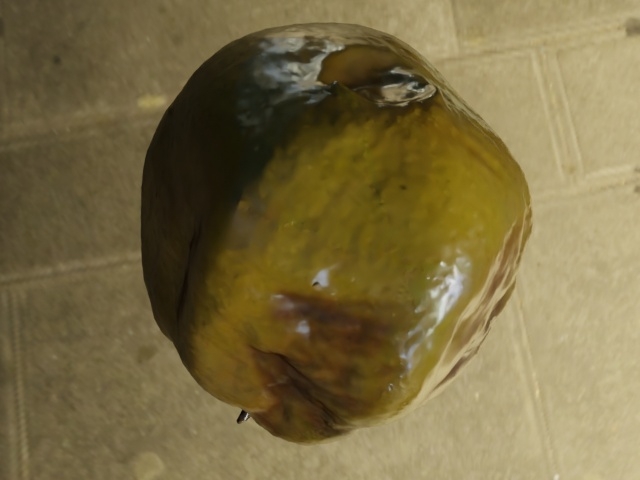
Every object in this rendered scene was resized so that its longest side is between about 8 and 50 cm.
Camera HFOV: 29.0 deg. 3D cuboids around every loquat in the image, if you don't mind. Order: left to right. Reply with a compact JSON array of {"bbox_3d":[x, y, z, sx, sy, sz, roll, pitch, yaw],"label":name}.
[{"bbox_3d":[0.000,0.000,0.389,0.113,0.137,0.137,-18,63,-45],"label":"loquat"}]
